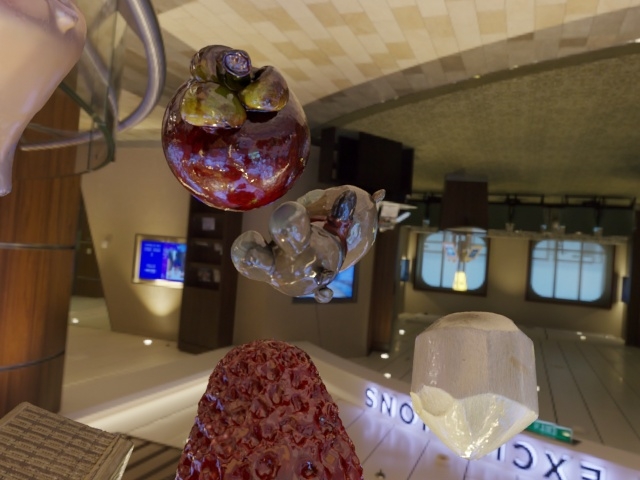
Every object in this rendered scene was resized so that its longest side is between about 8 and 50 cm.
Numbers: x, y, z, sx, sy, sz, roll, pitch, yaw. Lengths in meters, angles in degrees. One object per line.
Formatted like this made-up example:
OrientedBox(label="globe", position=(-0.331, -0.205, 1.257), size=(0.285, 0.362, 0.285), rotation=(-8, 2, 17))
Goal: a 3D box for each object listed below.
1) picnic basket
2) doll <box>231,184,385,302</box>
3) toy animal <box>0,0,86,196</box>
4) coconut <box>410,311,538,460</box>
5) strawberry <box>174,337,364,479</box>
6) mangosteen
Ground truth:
OrientedBox(label="picnic basket", position=(-0.373, 0.399, 0.622), size=(0.175, 0.313, 0.228), rotation=(22, -171, -3))
OrientedBox(label="doll", position=(0.000, 0.000, 0.906), size=(0.235, 0.174, 0.330), rotation=(-41, 178, 29))
OrientedBox(label="toy animal", position=(-0.358, -0.158, 0.446), size=(0.325, 0.270, 0.237), rotation=(-15, -165, 10))
OrientedBox(label="coconut", position=(0.292, 0.277, 0.983), size=(0.237, 0.266, 0.237), rotation=(9, 159, 3))
OrientedBox(label="strawberry", position=(-0.083, 0.335, 0.832), size=(0.317, 0.346, 0.295), rotation=(-7, 171, 15))
OrientedBox(label="mangosteen", position=(-0.117, -0.159, 0.707), size=(0.214, 0.215, 0.258), rotation=(4, 158, -1))
